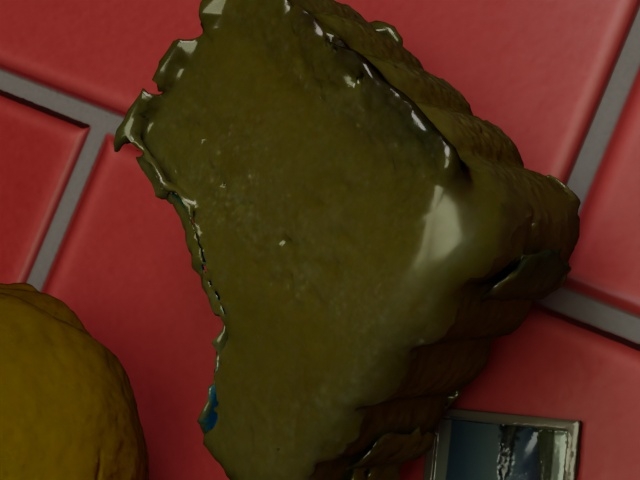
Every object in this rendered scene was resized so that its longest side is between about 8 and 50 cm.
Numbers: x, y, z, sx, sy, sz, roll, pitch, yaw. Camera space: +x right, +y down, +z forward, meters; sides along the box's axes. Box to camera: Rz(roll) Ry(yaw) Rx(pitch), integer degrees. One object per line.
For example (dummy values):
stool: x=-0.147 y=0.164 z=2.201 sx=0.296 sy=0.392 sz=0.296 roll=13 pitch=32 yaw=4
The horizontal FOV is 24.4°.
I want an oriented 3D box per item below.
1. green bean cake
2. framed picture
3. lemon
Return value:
green bean cake: x=0.000 y=0.000 z=1.008 sx=0.310 sy=0.202 sz=0.285 roll=49 pitch=114 yaw=27
framed picture: x=0.117 y=0.190 z=1.000 sx=0.109 sy=0.011 sz=0.149 roll=2 pitch=80 yaw=26
lemon: x=-0.262 y=0.174 z=1.038 sx=0.297 sy=0.297 sz=0.297 roll=-6 pitch=76 yaw=25
